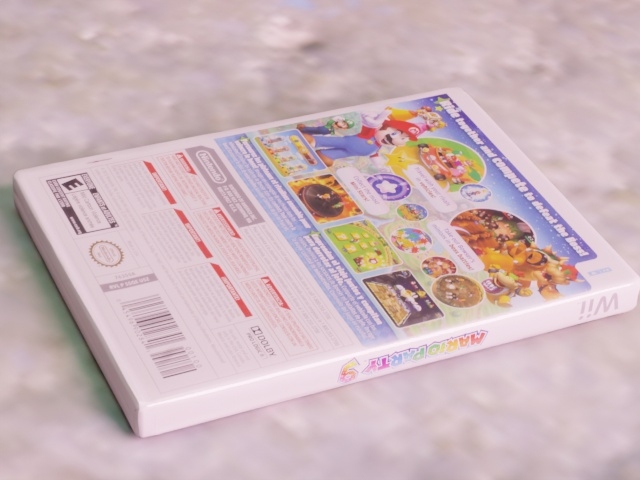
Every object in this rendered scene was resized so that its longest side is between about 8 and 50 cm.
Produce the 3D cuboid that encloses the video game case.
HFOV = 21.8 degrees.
[{"bbox_3d":[0.000,0.000,0.386,0.122,0.011,0.087,-13,41,-22],"label":"video game case"}]
